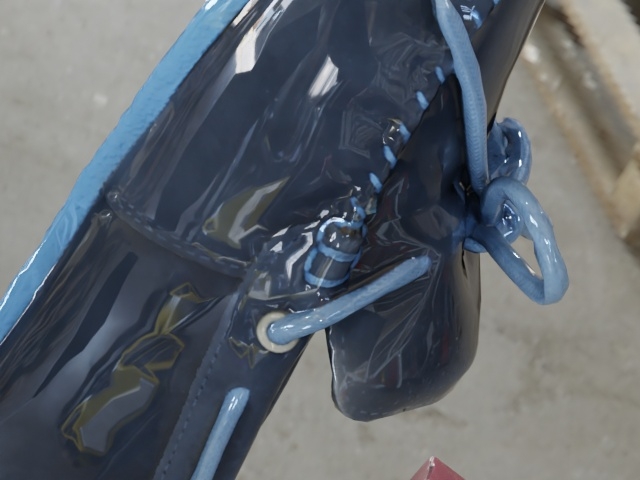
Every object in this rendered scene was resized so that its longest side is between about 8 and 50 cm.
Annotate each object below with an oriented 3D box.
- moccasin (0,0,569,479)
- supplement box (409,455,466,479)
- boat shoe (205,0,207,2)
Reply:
[{"bbox_3d":[0.000,0.000,0.520,0.117,0.342,0.138,40,29,3],"label":"moccasin"},{"bbox_3d":[0.012,0.252,1.094,0.073,0.239,0.130,38,17,1],"label":"supplement box"},{"bbox_3d":[-0.039,-0.141,0.916,0.040,0.142,0.049,-7,19,2],"label":"boat shoe"}]
